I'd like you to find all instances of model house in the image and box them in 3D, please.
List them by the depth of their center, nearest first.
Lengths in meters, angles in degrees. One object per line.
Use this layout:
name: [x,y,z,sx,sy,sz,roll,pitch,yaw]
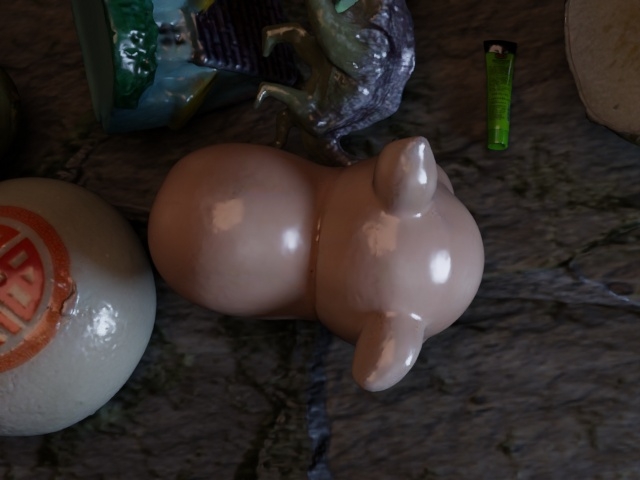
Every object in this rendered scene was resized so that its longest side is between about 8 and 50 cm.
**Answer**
model house: [-0.135,-0.273,1.383,0.249,0.230,0.280,-10,75,-16]

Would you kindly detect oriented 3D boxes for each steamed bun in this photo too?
steamed bun: [-0.320,0.063,1.334,0.283,0.177,0.283,-3,74,11]

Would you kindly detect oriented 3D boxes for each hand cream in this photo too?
hand cream: [0.191,-0.158,1.362,0.036,0.023,0.122,3,76,3]

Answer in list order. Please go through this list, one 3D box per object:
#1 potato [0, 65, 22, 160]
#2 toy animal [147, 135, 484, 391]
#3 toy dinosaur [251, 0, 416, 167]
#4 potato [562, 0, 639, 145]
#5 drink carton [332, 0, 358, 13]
potato: [-0.441,-0.117,1.358,0.210,0.307,0.173,1,113,9]
toy animal: [0.000,0.000,1.246,0.326,0.269,0.237,6,97,-25]
toy dinosaur: [0.015,-0.175,1.328,0.162,0.077,0.294,7,118,-4]
potato: [0.397,-0.181,1.250,0.300,0.196,0.246,38,100,46]
drink carton: [0.035,-0.327,1.385,0.144,0.146,0.142,-15,81,9]
